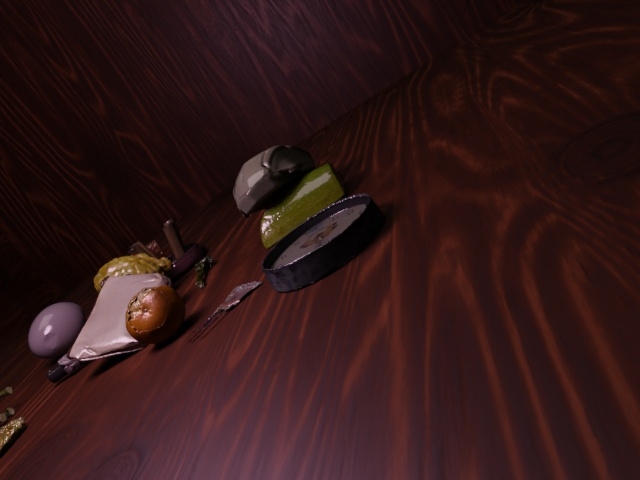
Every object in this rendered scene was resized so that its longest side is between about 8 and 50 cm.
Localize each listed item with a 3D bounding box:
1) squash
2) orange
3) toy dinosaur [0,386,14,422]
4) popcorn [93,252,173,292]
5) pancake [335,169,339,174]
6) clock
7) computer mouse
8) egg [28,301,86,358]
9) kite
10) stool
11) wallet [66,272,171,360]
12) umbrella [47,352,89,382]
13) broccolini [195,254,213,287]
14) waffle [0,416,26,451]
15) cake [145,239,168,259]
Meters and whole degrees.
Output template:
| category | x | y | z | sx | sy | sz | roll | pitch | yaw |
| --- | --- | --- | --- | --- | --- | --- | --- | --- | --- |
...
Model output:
| category | x | y | z | sx | sy | sz | roll | pitch | yaw |
| --- | --- | --- | --- | --- | --- | --- | --- | --- | --- |
| squash | -0.066 | -0.118 | 1.773 | 0.289 | 0.111 | 0.203 | -34 | 14 | 9 |
| orange | -0.423 | 0.192 | 1.516 | 0.156 | 0.156 | 0.134 | -37 | -26 | -8 |
| toy dinosaur | -1.093 | 0.581 | 1.843 | 0.301 | 0.087 | 0.447 | -29 | 9 | 18 |
| popcorn | -0.616 | 0.141 | 1.983 | 0.251 | 0.206 | 0.237 | -28 | -3 | -23 |
| pancake | -0.059 | -0.144 | 1.947 | 0.294 | 0.049 | 0.294 | -32 | 12 | 7 |
| clock | 0.001 | 0.001 | 1.354 | 0.312 | 0.061 | 0.312 | -32 | 15 | 9 |
| computer mouse | -0.156 | -0.204 | 1.858 | 0.228 | 0.145 | 0.429 | -43 | -3 | 22 |
| egg | -0.969 | 0.331 | 2.164 | 0.176 | 0.176 | 0.232 | -26 | 20 | 29 |
| kite | -0.236 | 0.166 | 1.437 | 0.127 | 0.016 | 0.229 | -22 | 19 | 48 |
| stool | -0.587 | 0.048 | 2.220 | 0.272 | 0.178 | 0.272 | -31 | 14 | 9 |
| wallet | -0.569 | 0.210 | 1.704 | 0.275 | 0.068 | 0.335 | -10 | 39 | 16 |
| umbrella | -0.698 | 0.323 | 1.832 | 0.337 | 0.067 | 0.073 | -38 | 4 | -7 |
| broccolini | -0.374 | 0.108 | 1.895 | 0.057 | 0.071 | 0.254 | 5 | 17 | -13 |
| waffle | -0.871 | 0.548 | 1.564 | 0.169 | 0.036 | 0.183 | -30 | 15 | 23 |
| cake | -0.713 | 0.079 | 2.480 | 0.135 | 0.134 | 0.147 | -36 | 21 | -11 |
